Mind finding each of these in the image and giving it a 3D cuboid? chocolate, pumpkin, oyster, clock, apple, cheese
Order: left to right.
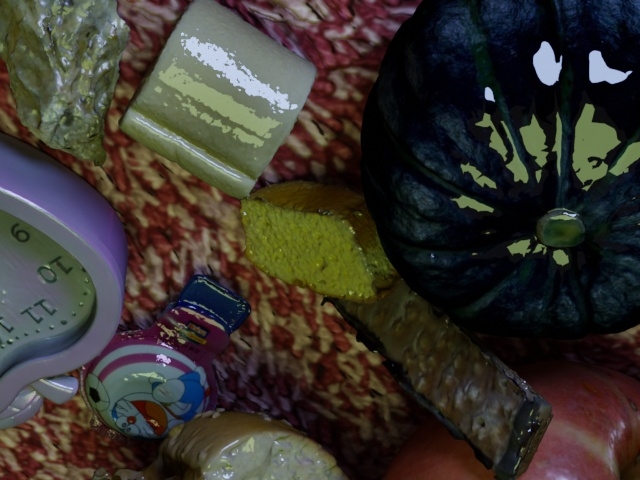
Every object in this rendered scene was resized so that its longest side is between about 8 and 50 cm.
[{"bbox_3d":[-0.365,0.042,1.524,0.338,0.102,0.339,0,124,0],"label":"clock"},{"bbox_3d":[-0.250,-0.174,1.400,0.132,0.072,0.209,10,121,-9],"label":"oyster"},{"bbox_3d":[-0.168,0.137,1.605,0.155,0.062,0.244,32,117,-16],"label":"cheese"},{"bbox_3d":[0.113,0.104,1.452,0.065,0.329,0.102,0,121,-38],"label":"chocolate"},{"bbox_3d":[0.228,0.309,1.541,0.363,0.364,0.364,0,123,0],"label":"apple"},{"bbox_3d":[0.211,-0.077,1.345,0.363,0.266,0.363,0,127,0],"label":"pumpkin"}]

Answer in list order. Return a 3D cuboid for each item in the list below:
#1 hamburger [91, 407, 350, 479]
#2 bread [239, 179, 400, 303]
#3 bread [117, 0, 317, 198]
[{"bbox_3d":[-0.100,0.348,1.627,0.287,0.268,0.445,17,150,42],"label":"hamburger"},{"bbox_3d":[0.000,0.000,1.465,0.187,0.065,0.103,12,121,47],"label":"bread"},{"bbox_3d":[-0.096,-0.134,1.387,0.141,0.134,0.148,31,107,-13],"label":"bread"}]
